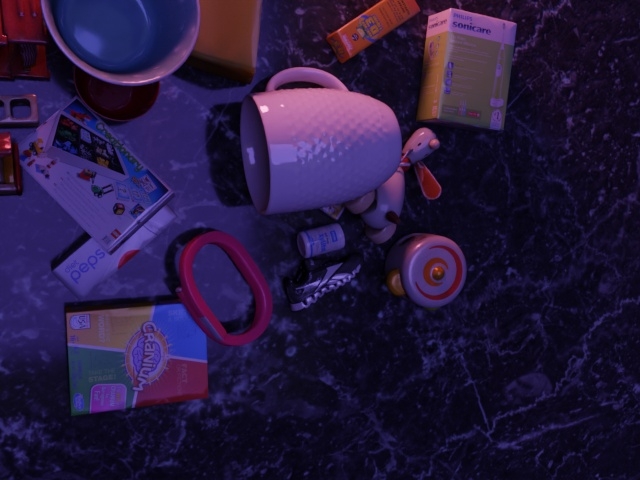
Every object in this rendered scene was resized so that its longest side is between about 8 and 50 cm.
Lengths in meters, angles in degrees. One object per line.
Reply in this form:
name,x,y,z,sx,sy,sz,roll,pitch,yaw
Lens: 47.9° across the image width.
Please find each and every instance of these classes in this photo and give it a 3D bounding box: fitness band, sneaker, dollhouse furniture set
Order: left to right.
dollhouse furniture set,-0.615,-0.289,1.443,0.152,0.201,0.374,-6,86,-20
fitness band,-0.227,0.117,1.714,0.209,0.054,0.291,-47,114,-41
sneaker,0.005,0.081,1.828,0.234,0.078,0.106,-32,109,-13

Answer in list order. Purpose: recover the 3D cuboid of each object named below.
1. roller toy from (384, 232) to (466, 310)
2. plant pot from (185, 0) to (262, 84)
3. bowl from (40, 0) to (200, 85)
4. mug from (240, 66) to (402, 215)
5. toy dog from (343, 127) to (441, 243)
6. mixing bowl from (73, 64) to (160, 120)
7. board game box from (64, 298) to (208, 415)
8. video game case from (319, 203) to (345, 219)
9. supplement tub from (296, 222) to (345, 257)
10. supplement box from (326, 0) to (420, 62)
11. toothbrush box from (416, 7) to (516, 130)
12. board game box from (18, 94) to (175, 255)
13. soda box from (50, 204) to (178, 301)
roller toy,0.277,0.077,1.897,0.209,0.146,0.191,24,86,-21
plant pot,-0.234,-0.480,1.616,0.187,0.212,0.212,6,94,-8
bowl,-0.415,-0.457,1.455,0.311,0.163,0.312,-1,92,-29
mug,-0.007,-0.255,1.679,0.328,0.276,0.374,-9,62,-17
toy dog,0.206,-0.146,1.827,0.220,0.161,0.334,21,90,-37
mixing bowl,-0.453,-0.344,1.584,0.181,0.098,0.181,1,88,-26
board game box,-0.426,0.265,1.685,0.316,0.064,0.242,-4,97,-21
video game case,0.019,-0.200,1.831,0.206,0.026,0.227,34,82,-21
supplement tub,0.000,0.000,1.821,0.107,0.071,0.071,-15,101,-19
supplement box,0.133,-0.542,1.811,0.233,0.080,0.078,-37,105,-12
toothbrush box,0.383,-0.441,1.896,0.206,0.122,0.283,5,95,-21
board game box,-0.492,-0.142,1.564,0.305,0.053,0.193,45,79,3
soda box,-0.465,0.003,1.627,0.286,0.091,0.098,-43,109,-12
